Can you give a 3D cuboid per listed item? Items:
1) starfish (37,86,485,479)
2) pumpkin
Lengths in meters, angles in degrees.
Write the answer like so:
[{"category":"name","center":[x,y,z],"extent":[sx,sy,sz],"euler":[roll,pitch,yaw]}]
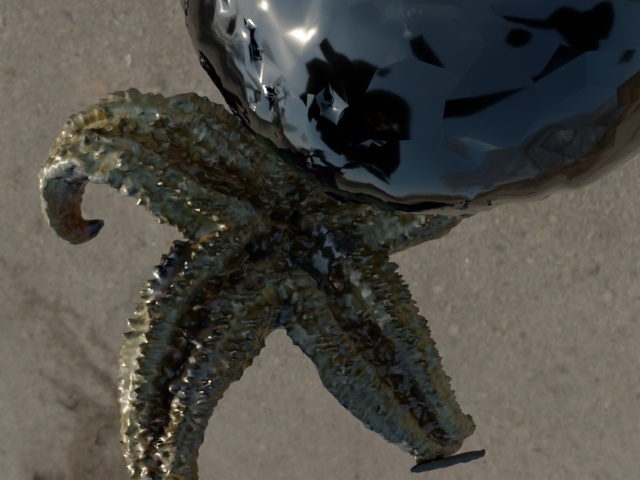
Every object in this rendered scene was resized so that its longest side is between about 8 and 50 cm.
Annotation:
[{"category":"starfish","center":[0.003,0.001,0.543],"extent":[0.303,0.312,0.113],"euler":[58,172,2]},{"category":"pumpkin","center":[0.055,-0.119,0.407],"extent":[0.233,0.233,0.163],"euler":[11,159,11]}]
